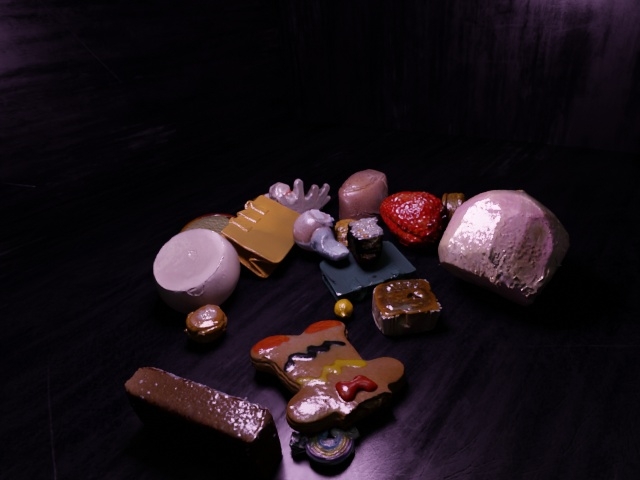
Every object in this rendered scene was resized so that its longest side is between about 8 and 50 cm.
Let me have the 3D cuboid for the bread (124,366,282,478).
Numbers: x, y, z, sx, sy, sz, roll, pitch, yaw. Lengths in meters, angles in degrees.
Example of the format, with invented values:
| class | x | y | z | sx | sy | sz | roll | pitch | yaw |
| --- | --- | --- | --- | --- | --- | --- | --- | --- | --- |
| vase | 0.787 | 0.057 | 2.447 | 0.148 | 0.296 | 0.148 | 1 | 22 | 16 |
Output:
| class | x | y | z | sx | sy | sz | roll | pitch | yaw |
| --- | --- | --- | --- | --- | --- | --- | --- | --- | --- |
| bread | -0.299 | 0.445 | 1.099 | 0.417 | 0.165 | 0.113 | 10 | 34 | 25 |

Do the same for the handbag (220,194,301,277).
| class | x | y | z | sx | sy | sz | roll | pitch | yaw |
| --- | --- | --- | --- | --- | --- | --- | --- | --- | --- |
| handbag | -0.246 | -0.034 | 1.891 | 0.283 | 0.133 | 0.401 | 35 | 36 | -1 |

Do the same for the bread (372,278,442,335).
| class | x | y | z | sx | sy | sz | roll | pitch | yaw |
| --- | --- | --- | --- | --- | --- | --- | --- | --- | --- |
| bread | 0.282 | 0.215 | 1.459 | 0.210 | 0.109 | 0.192 | -7 | 30 | -2 |

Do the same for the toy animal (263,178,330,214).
| class | x | y | z | sx | sy | sz | roll | pitch | yaw |
| --- | --- | --- | --- | --- | --- | --- | --- | --- | --- |
| toy animal | -0.115 | -0.221 | 2.202 | 0.188 | 0.266 | 0.308 | 15 | 53 | 44 |

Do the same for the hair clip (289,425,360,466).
| class | x | y | z | sx | sy | sz | roll | pitch | yaw |
| --- | --- | --- | --- | --- | --- | --- | --- | --- | --- |
| hair clip | 0.011 | 0.498 | 1.070 | 0.172 | 0.049 | 0.116 | 1 | 33 | 4 |

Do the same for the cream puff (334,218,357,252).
| class | x | y | z | sx | sy | sz | roll | pitch | yaw |
| --- | --- | --- | --- | --- | --- | --- | --- | --- | --- |
| cream puff | 0.119 | -0.026 | 1.911 | 0.189 | 0.129 | 0.189 | -7 | 26 | 3 |

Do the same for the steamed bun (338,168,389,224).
| class | x | y | z | sx | sy | sz | roll | pitch | yaw |
| --- | --- | --- | --- | --- | --- | --- | --- | --- | --- |
| steamed bun | 0.228 | -0.190 | 2.091 | 0.199 | 0.251 | 0.301 | 24 | 43 | 26 |

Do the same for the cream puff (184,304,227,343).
| class | x | y | z | sx | sy | sz | roll | pitch | yaw |
| --- | --- | --- | --- | --- | --- | --- | --- | --- | --- |
| cream puff | -0.380 | 0.285 | 1.468 | 0.126 | 0.103 | 0.144 | 25 | 40 | 23 |

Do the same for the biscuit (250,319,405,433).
| class | x | y | z | sx | sy | sz | roll | pitch | yaw |
| --- | --- | --- | --- | --- | --- | --- | --- | --- | --- |
| biscuit | 0.024 | 0.354 | 1.249 | 0.369 | 0.076 | 0.394 | -13 | 26 | -25 |

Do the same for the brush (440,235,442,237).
| class | x | y | z | sx | sy | sz | roll | pitch | yaw |
| --- | --- | --- | --- | --- | --- | --- | --- | --- | --- |
| brush | 0.526 | -0.063 | 2.007 | 0.070 | 0.021 | 0.196 | -7 | 29 | 2 |

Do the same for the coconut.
| class | x | y | z | sx | sy | sz | roll | pitch | yaw |
| --- | --- | --- | --- | --- | --- | --- | --- | --- | --- |
| coconut | 0.627 | -0.004 | 1.492 | 0.405 | 0.404 | 0.404 | -5 | 29 | 3 |

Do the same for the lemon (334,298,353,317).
| class | x | y | z | sx | sy | sz | roll | pitch | yaw |
| --- | --- | --- | --- | --- | --- | --- | --- | --- | --- |
| lemon | 0.080 | 0.237 | 1.507 | 0.065 | 0.065 | 0.092 | -2 | 27 | 8 |

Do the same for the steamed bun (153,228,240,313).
| class | x | y | z | sx | sy | sz | roll | pitch | yaw |
| --- | --- | --- | --- | --- | --- | --- | --- | --- | --- |
| steamed bun | -0.454 | 0.121 | 1.638 | 0.325 | 0.206 | 0.324 | -6 | 51 | 8 |

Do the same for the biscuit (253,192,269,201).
| class | x | y | z | sx | sy | sz | roll | pitch | yaw |
| --- | --- | --- | --- | --- | --- | --- | --- | --- | --- |
| biscuit | -0.239 | -0.199 | 2.349 | 0.296 | 0.075 | 0.296 | -3 | 29 | 2 |

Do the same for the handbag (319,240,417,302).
| class | x | y | z | sx | sy | sz | roll | pitch | yaw |
| --- | --- | --- | --- | --- | --- | --- | --- | --- | --- |
| handbag | 0.176 | 0.120 | 1.679 | 0.327 | 0.089 | 0.238 | -15 | 31 | -15 |

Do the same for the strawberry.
| class | x | y | z | sx | sy | sz | roll | pitch | yaw |
| --- | --- | --- | --- | --- | --- | --- | --- | --- | --- |
| strawberry | 0.380 | -0.093 | 1.850 | 0.289 | 0.250 | 0.238 | 30 | 43 | 14 |

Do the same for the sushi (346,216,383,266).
| class | x | y | z | sx | sy | sz | roll | pitch | yaw |
| --- | --- | --- | --- | --- | --- | --- | --- | --- | --- |
| sushi | 0.170 | -0.003 | 1.684 | 0.136 | 0.126 | 0.225 | -9 | 27 | 2 |

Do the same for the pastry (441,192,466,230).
| class | x | y | z | sx | sy | sz | roll | pitch | yaw |
| --- | --- | --- | --- | --- | --- | --- | --- | --- | --- |
| pastry | 0.591 | -0.122 | 1.936 | 0.103 | 0.188 | 0.188 | -1 | 29 | 21 |

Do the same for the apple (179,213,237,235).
| class | x | y | z | sx | sy | sz | roll | pitch | yaw |
| --- | --- | --- | --- | --- | --- | --- | --- | --- | --- |
| apple | -0.475 | -0.025 | 1.999 | 0.346 | 0.179 | 0.254 | -12 | -9 | -13 |

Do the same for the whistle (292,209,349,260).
| class | x | y | z | sx | sy | sz | roll | pitch | yaw |
| --- | --- | --- | --- | --- | --- | --- | --- | --- | --- |
| whistle | 0.000 | 0.000 | 1.786 | 0.189 | 0.189 | 0.348 | -18 | 38 | -21 |
